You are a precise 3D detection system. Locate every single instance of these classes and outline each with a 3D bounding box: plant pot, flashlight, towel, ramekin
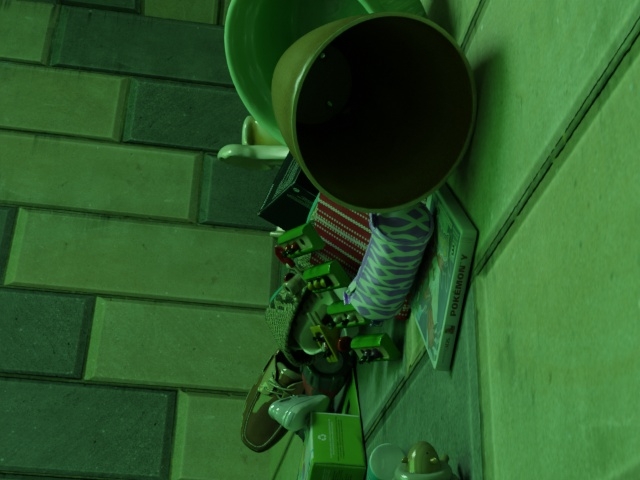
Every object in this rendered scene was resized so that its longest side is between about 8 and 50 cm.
[{"bbox_3d":[0.032,-0.184,1.241,0.254,0.237,0.237,-140,54,-61],"label":"plant pot"},{"bbox_3d":[0.000,0.305,1.960,0.103,0.103,0.304,57,158,27],"label":"flashlight"},{"bbox_3d":[0.076,-0.039,1.414,0.199,0.031,0.275,32,129,32],"label":"towel"},{"bbox_3d":[0.019,-0.287,1.461,0.148,0.303,0.303,-40,-29,-44],"label":"ramekin"}]

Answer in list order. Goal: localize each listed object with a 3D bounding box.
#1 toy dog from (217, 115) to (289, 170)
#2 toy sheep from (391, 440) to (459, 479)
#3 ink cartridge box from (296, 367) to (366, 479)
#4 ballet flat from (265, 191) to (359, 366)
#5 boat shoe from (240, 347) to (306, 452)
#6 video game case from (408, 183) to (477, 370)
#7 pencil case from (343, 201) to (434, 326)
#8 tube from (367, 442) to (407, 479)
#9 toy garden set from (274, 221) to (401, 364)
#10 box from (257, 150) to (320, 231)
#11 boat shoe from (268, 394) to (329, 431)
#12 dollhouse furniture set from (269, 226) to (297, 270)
[{"bbox_3d":[-0.015,-0.351,2.115,0.395,0.284,0.408,13,-100,-60],"label":"toy dog"},{"bbox_3d":[0.117,0.287,1.078,0.091,0.091,0.132,-143,45,-82],"label":"toy sheep"},{"bbox_3d":[0.012,0.382,1.773,0.255,0.097,0.189,-96,14,-56],"label":"ink cartridge box"},{"bbox_3d":[0.030,0.075,1.660,0.182,0.164,0.483,69,151,28],"label":"ballet flat"},{"bbox_3d":[-0.078,0.294,2.065,0.324,0.123,0.116,-63,-9,-11],"label":"boat shoe"},{"bbox_3d":[0.150,0.039,1.236,0.201,0.023,0.183,-104,20,-69],"label":"video game case"},{"bbox_3d":[0.089,0.026,1.305,0.206,0.088,0.086,105,170,-51],"label":"pencil case"},{"bbox_3d":[0.089,0.344,1.419,0.207,0.052,0.080,96,-174,-65],"label":"tube"},{"bbox_3d":[-0.002,0.099,1.520,0.244,0.049,0.204,55,157,-6],"label":"toy garden set"},{"bbox_3d":[0.007,-0.153,1.758,0.184,0.103,0.261,-30,31,61],"label":"box"},{"bbox_3d":[-0.039,0.307,1.767,0.184,0.063,0.066,-5,-62,-67],"label":"boat shoe"},{"bbox_3d":[-0.003,-0.017,2.080,0.259,0.135,0.262,35,-122,-70],"label":"dollhouse furniture set"}]
